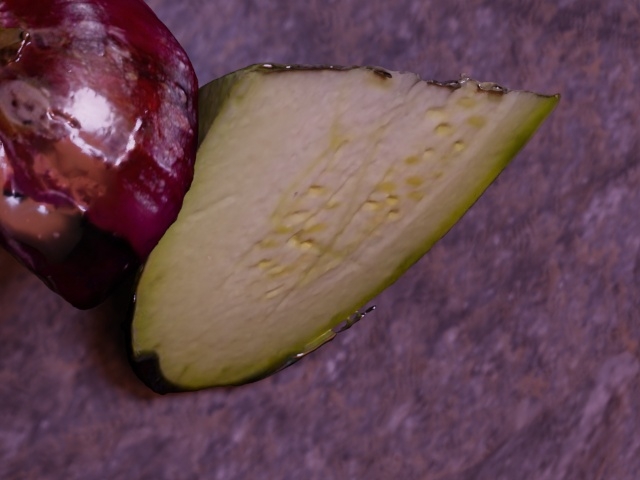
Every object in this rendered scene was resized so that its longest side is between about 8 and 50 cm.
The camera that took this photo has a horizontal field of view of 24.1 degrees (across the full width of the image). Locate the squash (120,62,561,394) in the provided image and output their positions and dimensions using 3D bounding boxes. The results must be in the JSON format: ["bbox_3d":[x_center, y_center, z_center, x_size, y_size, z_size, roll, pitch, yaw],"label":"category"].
[{"bbox_3d":[0.000,0.000,0.855,0.237,0.204,0.155,4,77,-41],"label":"squash"}]

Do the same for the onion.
[{"bbox_3d":[-0.136,-0.054,0.754,0.140,0.195,0.218,-56,157,-12],"label":"onion"}]
